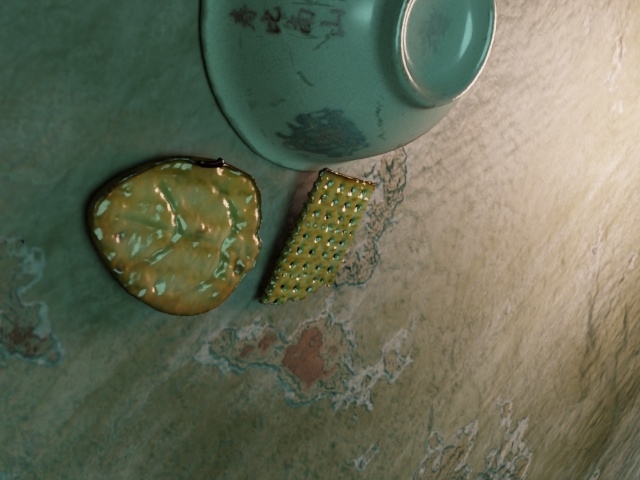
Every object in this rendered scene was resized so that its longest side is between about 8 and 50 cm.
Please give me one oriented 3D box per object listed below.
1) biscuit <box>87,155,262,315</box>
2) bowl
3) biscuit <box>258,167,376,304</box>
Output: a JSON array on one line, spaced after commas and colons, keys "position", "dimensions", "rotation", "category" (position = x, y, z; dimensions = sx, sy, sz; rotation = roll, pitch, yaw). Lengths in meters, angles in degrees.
[{"position": [-0.169, -0.011, 1.171], "dimensions": [0.260, 0.041, 0.203], "rotation": [17, 98, -45], "category": "biscuit"}, {"position": [0.086, -0.270, 1.190], "dimensions": [0.434, 0.196, 0.435], "rotation": [-19, 119, -38], "category": "bowl"}, {"position": [0.001, 0.000, 1.333], "dimensions": [0.144, 0.016, 0.203], "rotation": [8, 109, -53], "category": "biscuit"}]
